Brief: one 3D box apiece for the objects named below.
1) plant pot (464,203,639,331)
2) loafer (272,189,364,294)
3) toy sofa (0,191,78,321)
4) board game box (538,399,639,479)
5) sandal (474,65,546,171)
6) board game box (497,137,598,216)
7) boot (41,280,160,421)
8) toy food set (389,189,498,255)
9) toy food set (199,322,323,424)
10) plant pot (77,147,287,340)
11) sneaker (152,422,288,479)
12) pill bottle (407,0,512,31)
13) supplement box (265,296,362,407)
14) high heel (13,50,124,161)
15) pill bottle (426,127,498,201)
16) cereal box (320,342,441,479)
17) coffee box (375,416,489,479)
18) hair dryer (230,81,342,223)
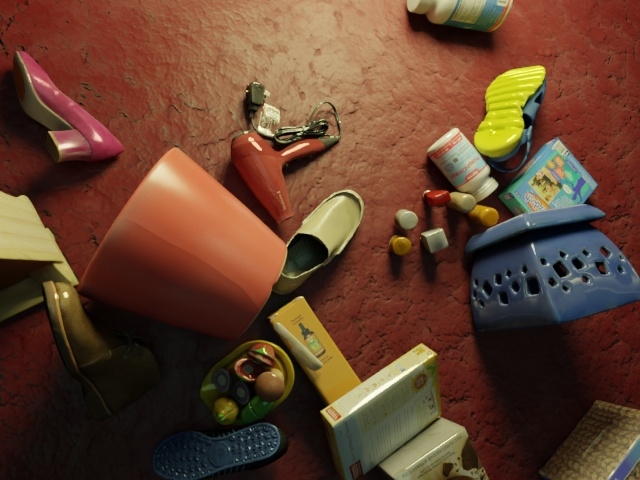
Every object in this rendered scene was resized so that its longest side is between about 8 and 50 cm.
[{"bbox_3d":[0.453,0.057,0.864,0.236,0.236,0.212,-9,78,-19],"label":"plant pot"},{"bbox_3d":[0.000,0.000,0.827,0.102,0.092,0.268,42,74,-5],"label":"loafer"},{"bbox_3d":[-0.484,0.025,0.562,0.150,0.362,0.177,-30,95,-16],"label":"toy sofa"},{"bbox_3d":[0.661,0.541,0.882,0.232,0.141,0.291,-38,92,-17],"label":"board game box"},{"bbox_3d":[0.453,-0.284,0.990,0.138,0.126,0.317,50,62,-39],"label":"sandal"},{"bbox_3d":[0.551,-0.120,1.009,0.210,0.047,0.160,-43,94,-17],"label":"board game box"},{"bbox_3d":[-0.329,0.159,0.640,0.115,0.305,0.112,-20,49,-23],"label":"boot"},{"bbox_3d":[0.249,-0.049,0.914,0.232,0.104,0.111,-23,101,1],"label":"toy food set"},{"bbox_3d":[-0.118,0.248,0.728,0.218,0.071,0.128,-39,89,7],"label":"toy food set"},{"bbox_3d":[-0.208,0.027,0.697,0.243,0.275,0.275,33,75,-17],"label":"plant pot"},{"bbox_3d":[-0.169,0.373,0.732,0.232,0.090,0.081,-10,55,7],"label":"sneaker"},{"bbox_3d":[0.324,-0.573,0.986,0.222,0.124,0.124,2,81,-14],"label":"pill bottle"},{"bbox_3d":[-0.008,0.222,0.798,0.078,0.080,0.233,-34,92,-17],"label":"supplement box"},{"bbox_3d":[-0.468,-0.248,0.773,0.117,0.082,0.244,-21,70,-48],"label":"high heel"},{"bbox_3d":[0.319,-0.166,0.937,0.087,0.087,0.160,-42,92,-17],"label":"pill bottle"},{"bbox_3d":[0.121,0.320,0.776,0.240,0.047,0.173,-24,121,-23],"label":"cereal box"},{"bbox_3d":[0.245,0.519,0.791,0.168,0.119,0.297,-25,88,-17],"label":"coffee box"},{"bbox_3d":[-0.067,-0.177,0.846,0.224,0.080,0.293,13,79,-13],"label":"hair dryer"}]
